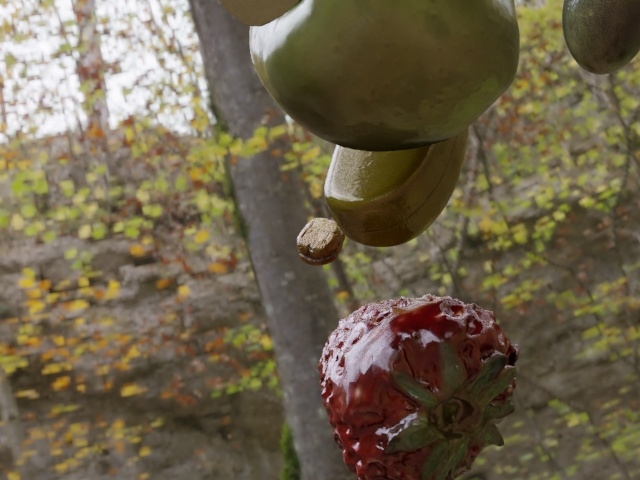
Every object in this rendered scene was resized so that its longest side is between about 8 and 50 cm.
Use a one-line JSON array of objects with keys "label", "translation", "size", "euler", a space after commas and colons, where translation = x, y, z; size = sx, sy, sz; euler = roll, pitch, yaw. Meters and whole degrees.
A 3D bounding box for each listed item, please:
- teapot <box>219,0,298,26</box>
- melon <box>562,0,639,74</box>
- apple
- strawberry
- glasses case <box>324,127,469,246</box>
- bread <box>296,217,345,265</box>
[{"label": "teapot", "translation": [-0.072, -0.269, 1.058], "size": [0.107, 0.200, 0.077], "euler": [-37, -57, 22]}, {"label": "melon", "translation": [0.314, -0.246, 1.265], "size": [0.098, 0.098, 0.130], "euler": [-9, -60, -14]}, {"label": "apple", "translation": [0.082, -0.284, 1.549], "size": [0.357, 0.357, 0.357], "euler": [-12, -34, -9]}, {"label": "strawberry", "translation": [0.117, 0.207, 1.787], "size": [0.295, 0.345, 0.317], "euler": [11, -76, -39]}, {"label": "glasses case", "translation": [0.132, -0.154, 1.779], "size": [0.173, 0.371, 0.141], "euler": [-2, -38, 26]}, {"label": "bread", "translation": [0.000, 0.000, 1.895], "size": [0.081, 0.083, 0.046], "euler": [-14, -36, 7]}]
